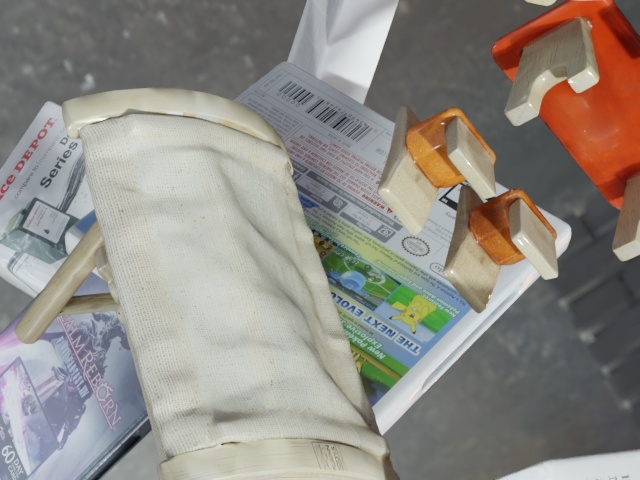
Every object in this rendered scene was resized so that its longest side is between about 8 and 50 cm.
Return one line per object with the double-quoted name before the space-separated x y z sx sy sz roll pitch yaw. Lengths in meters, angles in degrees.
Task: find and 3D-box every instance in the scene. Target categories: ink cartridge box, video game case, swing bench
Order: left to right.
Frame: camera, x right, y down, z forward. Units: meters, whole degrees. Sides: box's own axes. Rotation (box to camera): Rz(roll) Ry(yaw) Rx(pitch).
"video game case" -0.249 0.148 1.724 0.274 0.196 0.026 -45 145 21
"ink cartridge box" -0.257 -0.013 2.128 0.211 0.289 0.121 -57 142 -11
"swing bench" -0.065 0.080 1.086 0.165 0.253 0.255 -5 148 -21
"video game case" 0.000 0.000 1.575 0.300 0.329 0.036 -41 152 -34

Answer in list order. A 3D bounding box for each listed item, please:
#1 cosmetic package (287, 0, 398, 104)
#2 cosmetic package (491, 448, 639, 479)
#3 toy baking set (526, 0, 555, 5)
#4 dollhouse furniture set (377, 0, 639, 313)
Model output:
"cosmetic package" 0.022 -0.204 1.793 0.060 0.099 0.239 11 113 -20
"cosmetic package" 0.132 0.206 0.991 0.151 0.151 0.183 -27 163 34
"toy baking set" 0.149 -0.336 1.591 0.256 0.030 0.197 40 95 -17
"dollhouse furniture set" 0.211 -0.048 1.148 0.262 0.135 0.259 -26 120 29
